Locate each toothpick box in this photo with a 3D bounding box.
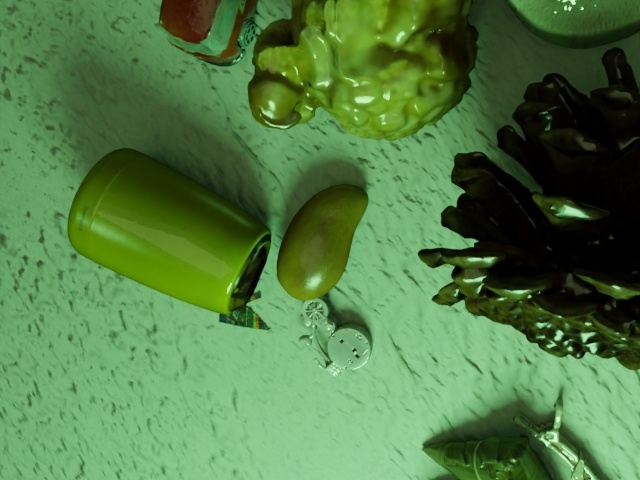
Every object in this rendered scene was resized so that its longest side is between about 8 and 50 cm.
[{"bbox_3d":[-0.207,-0.006,1.097,0.271,0.175,0.175,26,107,8],"label":"toothpick box"}]

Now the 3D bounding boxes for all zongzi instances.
[{"bbox_3d":[0.255,0.361,1.090,0.178,0.081,0.189,-16,115,46],"label":"zongzi"}]

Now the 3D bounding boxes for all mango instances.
[{"bbox_3d":[0.000,0.000,1.077,0.102,0.085,0.184,29,102,10],"label":"mango"}]

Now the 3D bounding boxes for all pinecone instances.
[{"bbox_3d":[0.312,-0.043,0.845,0.384,0.384,0.385,3,102,17],"label":"pinecone"}]

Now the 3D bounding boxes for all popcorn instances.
[{"bbox_3d":[0.057,-0.243,0.939,0.332,0.225,0.265,-40,117,5],"label":"popcorn"}]

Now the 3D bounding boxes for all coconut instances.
[{"bbox_3d":[0.300,-0.335,0.819,0.237,0.266,0.238,1,93,21],"label":"coconut"}]

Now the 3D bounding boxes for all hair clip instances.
[{"bbox_3d":[0.364,0.319,1.049,0.072,0.034,0.226,-37,89,20],"label":"hair clip"}]

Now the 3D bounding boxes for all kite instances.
[{"bbox_3d":[-0.129,0.102,1.179,0.090,0.004,0.122,-33,90,21],"label":"kite"}]

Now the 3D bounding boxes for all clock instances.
[{"bbox_3d":[0.015,0.141,1.122,0.087,0.041,0.129,-43,91,17],"label":"clock"}]

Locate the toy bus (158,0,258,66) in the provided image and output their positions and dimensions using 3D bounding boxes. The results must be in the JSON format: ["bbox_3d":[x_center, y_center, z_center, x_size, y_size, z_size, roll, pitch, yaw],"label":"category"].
[{"bbox_3d":[-0.137,-0.373,1.027,0.121,0.120,0.265,24,106,14],"label":"toy bus"}]
